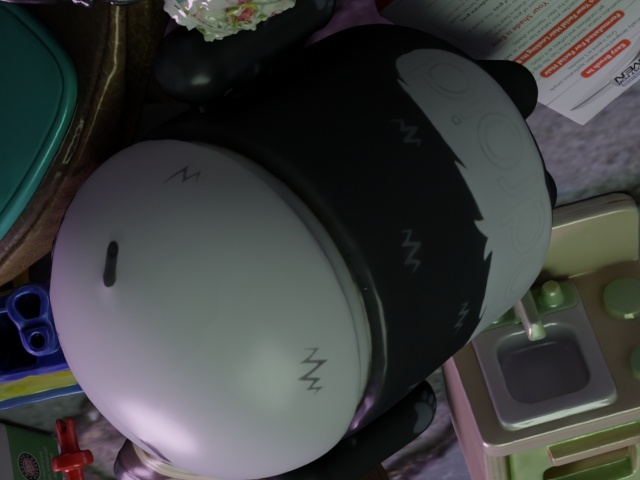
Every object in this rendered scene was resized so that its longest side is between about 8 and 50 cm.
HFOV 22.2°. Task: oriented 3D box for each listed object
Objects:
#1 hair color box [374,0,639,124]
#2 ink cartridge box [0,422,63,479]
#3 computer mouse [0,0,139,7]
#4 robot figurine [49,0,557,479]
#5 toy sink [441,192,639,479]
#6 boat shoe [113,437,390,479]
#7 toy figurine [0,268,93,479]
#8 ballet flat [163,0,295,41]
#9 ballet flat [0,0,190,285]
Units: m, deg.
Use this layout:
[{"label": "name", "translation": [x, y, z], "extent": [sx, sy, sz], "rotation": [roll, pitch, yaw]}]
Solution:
[{"label": "hair color box", "translation": [0.114, -0.133, 0.870], "extent": [0.167, 0.053, 0.093], "rotation": [23, 130, -37]}, {"label": "ink cartridge box", "translation": [-0.276, 0.192, 1.088], "extent": [0.093, 0.154, 0.212], "rotation": [-37, 139, 28]}, {"label": "computer mouse", "translation": [-0.149, -0.190, 0.621], "extent": [0.262, 0.184, 0.060], "rotation": [20, 169, -15]}, {"label": "robot figurine", "translation": [-0.002, -0.002, 0.791], "extent": [0.278, 0.209, 0.173], "rotation": [-34, 170, -41]}, {"label": "toy sink", "translation": [0.172, 0.100, 1.160], "extent": [0.153, 0.131, 0.234], "rotation": [-15, 143, -2]}, {"label": "boat shoe", "translation": [-0.050, 0.174, 1.221], "extent": [0.223, 0.080, 0.073], "rotation": [18, 137, -31]}, {"label": "toy figurine", "translation": [-0.197, 0.094, 0.972], "extent": [0.362, 0.191, 0.217], "rotation": [-14, 175, -2]}, {"label": "ballet flat", "translation": [0.028, -0.172, 0.707], "extent": [0.241, 0.077, 0.091], "rotation": [-47, 112, -16]}, {"label": "ballet flat", "translation": [-0.098, -0.113, 0.782], "extent": [0.124, 0.116, 0.342], "rotation": [-3, 126, -41]}]
